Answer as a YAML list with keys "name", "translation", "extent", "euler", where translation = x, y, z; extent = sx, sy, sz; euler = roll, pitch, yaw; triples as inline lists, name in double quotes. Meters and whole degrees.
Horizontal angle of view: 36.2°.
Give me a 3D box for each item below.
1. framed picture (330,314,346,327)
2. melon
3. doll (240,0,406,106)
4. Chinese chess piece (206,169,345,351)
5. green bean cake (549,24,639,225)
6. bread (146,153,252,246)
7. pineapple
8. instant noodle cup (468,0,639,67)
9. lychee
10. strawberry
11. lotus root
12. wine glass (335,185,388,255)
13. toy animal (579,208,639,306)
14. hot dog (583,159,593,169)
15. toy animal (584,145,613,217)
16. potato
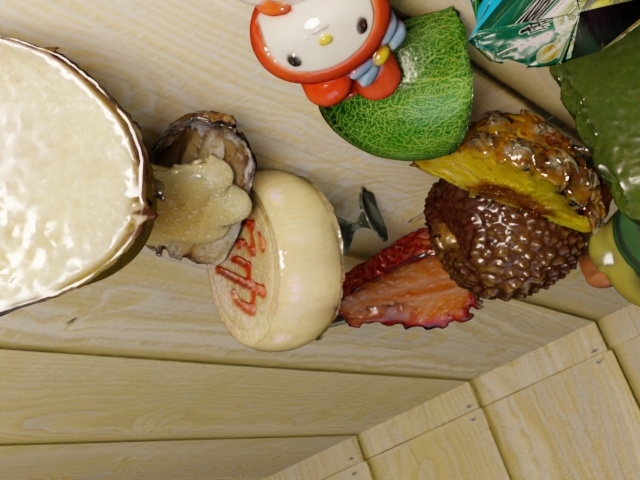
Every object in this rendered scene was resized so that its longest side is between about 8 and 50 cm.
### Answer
- name: "framed picture"
  translation: [0.114, 0.137, 2.203]
  extent: [0.273, 0.016, 0.216]
  euler: [-13, 157, -15]
- name: "melon"
  translation: [0.096, -0.173, 1.311]
  extent: [0.169, 0.129, 0.265]
  euler: [-10, 157, -15]
- name: "doll"
  translation: [0.001, -0.238, 1.066]
  extent: [0.161, 0.130, 0.290]
  euler: [-29, 143, 7]
- name: "Chinese chess piece"
  translation: [-0.071, 0.030, 1.449]
  extent: [0.112, 0.270, 0.270]
  euler: [-6, 154, -30]
- name: "green bean cake"
  translation: [0.521, -0.202, 1.350]
  extent: [0.335, 0.319, 0.218]
  euler: [-24, 161, 22]
- name: "bread"
  translation: [-0.214, -0.046, 1.312]
  extent: [0.250, 0.039, 0.182]
  euler: [-2, 143, 17]
- name: "pineapple"
  translation: [0.320, -0.134, 1.473]
  extent: [0.158, 0.334, 0.161]
  euler: [-57, 166, -22]
- name: "instant noodle cup"
  translation: [0.240, -0.316, 1.016]
  extent: [0.240, 0.178, 0.240]
  euler: [-17, 158, -7]
- name: "lychee"
  translation: [0.318, -0.028, 1.653]
  extent: [0.267, 0.268, 0.267]
  euler: [-17, 158, -7]
- name: "strawberry"
  translation: [0.185, 0.075, 1.955]
  extent: [0.280, 0.150, 0.253]
  euler: [-28, 136, 26]
- name: "lotus root"
  translation: [-0.172, -0.084, 1.347]
  extent: [0.167, 0.078, 0.329]
  euler: [16, 145, -11]
- name: "wine glass"
  translation: [0.000, 0.000, 1.675]
  extent: [0.222, 0.103, 0.103]
  euler: [-26, 157, 16]
- name: "toy animal"
  translation: [0.563, 0.013, 1.611]
  extent: [0.216, 0.191, 0.338]
  euler: [-17, 165, -5]
- name: "hot dog"
  translation: [0.531, -0.123, 1.877]
  extent: [0.168, 0.061, 0.078]
  euler: [9, 117, -14]
- name: "toy animal"
  translation: [0.599, -0.154, 1.748]
  extent: [0.281, 0.195, 0.169]
  euler: [-16, 118, 0]
- name: "potato"
  translation: [-0.368, -0.066, 1.050]
  extent: [0.396, 0.290, 0.296]
  euler: [7, 180, -14]
